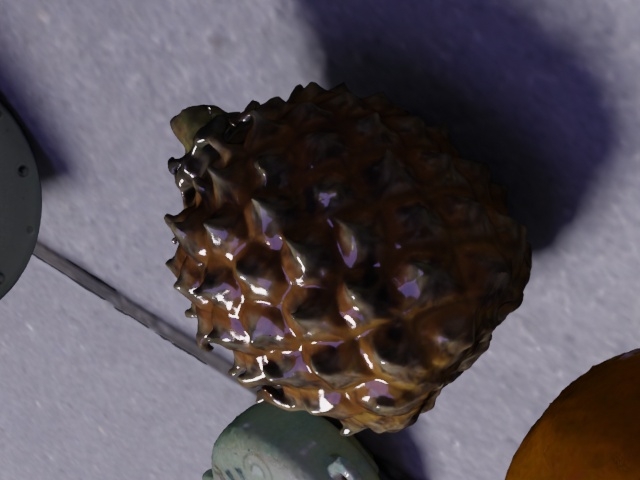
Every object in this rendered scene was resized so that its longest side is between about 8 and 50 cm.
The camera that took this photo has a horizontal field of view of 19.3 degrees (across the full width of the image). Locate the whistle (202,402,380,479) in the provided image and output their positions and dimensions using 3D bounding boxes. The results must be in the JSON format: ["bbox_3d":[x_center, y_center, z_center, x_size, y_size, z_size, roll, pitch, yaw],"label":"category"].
[{"bbox_3d":[-0.030,0.170,1.190,0.126,0.067,0.258,53,147,0],"label":"whistle"}]

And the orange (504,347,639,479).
[{"bbox_3d":[0.199,0.150,0.863,0.240,0.171,0.240,19,130,24],"label":"orange"}]

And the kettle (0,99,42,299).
[{"bbox_3d":[-0.311,-0.039,1.198,0.243,0.160,0.210,-10,100,54],"label":"kettle"}]

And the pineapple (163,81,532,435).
[{"bbox_3d":[0.000,0.000,0.921,0.193,0.166,0.166,41,143,9],"label":"pineapple"}]
